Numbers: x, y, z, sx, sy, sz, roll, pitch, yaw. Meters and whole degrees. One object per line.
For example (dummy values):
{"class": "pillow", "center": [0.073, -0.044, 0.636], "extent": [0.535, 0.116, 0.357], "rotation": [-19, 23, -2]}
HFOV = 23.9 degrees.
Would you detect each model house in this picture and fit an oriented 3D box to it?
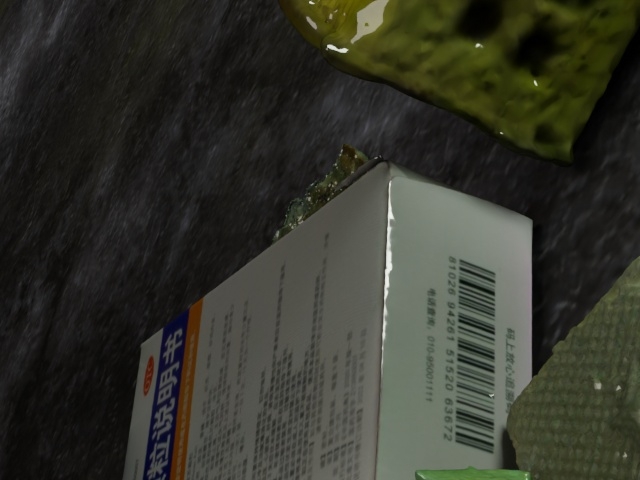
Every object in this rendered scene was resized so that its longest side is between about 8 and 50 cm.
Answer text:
{"class": "model house", "center": [0.096, -0.196, 0.806], "extent": [0.234, 0.174, 0.193], "rotation": [-62, 27, 22]}

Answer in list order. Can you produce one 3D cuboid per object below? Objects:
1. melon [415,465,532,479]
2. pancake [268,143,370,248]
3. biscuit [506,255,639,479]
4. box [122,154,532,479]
{"class": "melon", "center": [0.103, 0.213, 0.620], "extent": [0.114, 0.053, 0.262], "rotation": [-36, 58, 52]}
{"class": "pancake", "center": [0.000, 0.004, 1.019], "extent": [0.129, 0.022, 0.116], "rotation": [-47, 37, 38]}
{"class": "biscuit", "center": [0.146, 0.111, 0.649], "extent": [0.121, 0.040, 0.199], "rotation": [-53, 31, 27]}
{"class": "box", "center": [-0.007, 0.113, 0.864], "extent": [0.299, 0.106, 0.200], "rotation": [-37, 41, 50]}
